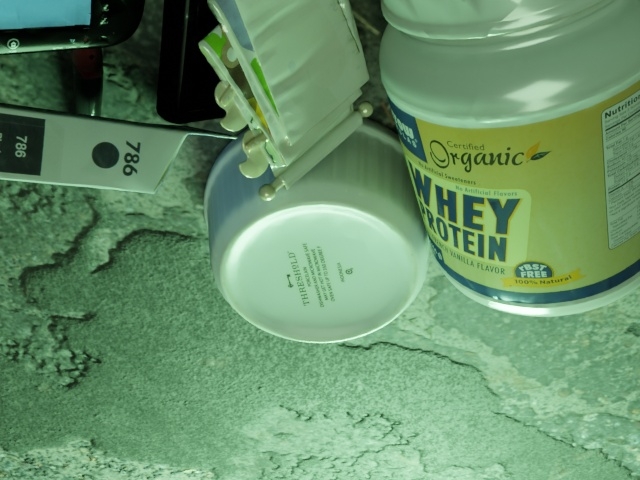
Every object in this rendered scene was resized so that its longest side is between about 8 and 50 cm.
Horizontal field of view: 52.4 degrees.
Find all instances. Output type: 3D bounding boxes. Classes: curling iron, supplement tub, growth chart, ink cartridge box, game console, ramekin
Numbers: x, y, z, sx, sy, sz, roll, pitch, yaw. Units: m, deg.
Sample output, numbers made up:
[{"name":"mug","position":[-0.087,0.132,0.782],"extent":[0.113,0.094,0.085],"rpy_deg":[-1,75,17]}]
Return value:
[{"name":"curling iron","position":[-0.215,-0.175,0.638],"extent":[0.068,0.035,0.274],"rpy_deg":[16,129,-13]},{"name":"supplement tub","position":[0.181,-0.112,0.566],"extent":[0.228,0.228,0.316],"rpy_deg":[-14,129,12]},{"name":"growth chart","position":[-0.026,-0.162,0.562],"extent":[0.172,0.021,0.237],"rpy_deg":[-35,131,-23]},{"name":"ink cartridge box","position":[-0.256,-0.088,0.564],"extent":[0.333,0.165,0.065],"rpy_deg":[3,100,-28]},{"name":"game console","position":[-0.151,-0.181,0.489],"extent":[0.361,0.044,0.213],"rpy_deg":[-19,134,-39]},{"name":"ramekin","position":[0.000,0.000,0.731],"extent":[0.273,0.127,0.273],"rpy_deg":[0,131,0]}]
